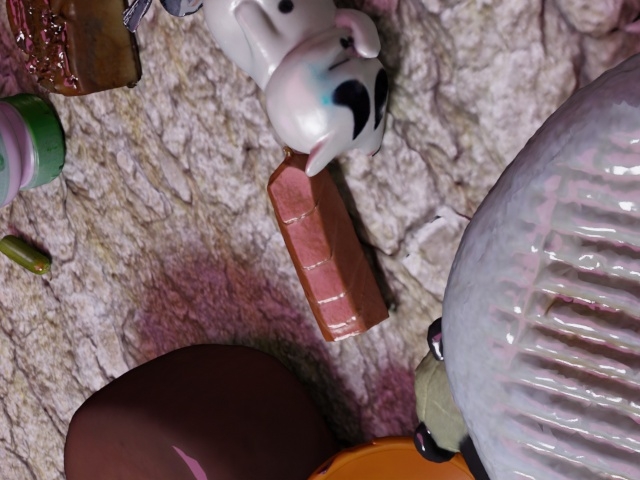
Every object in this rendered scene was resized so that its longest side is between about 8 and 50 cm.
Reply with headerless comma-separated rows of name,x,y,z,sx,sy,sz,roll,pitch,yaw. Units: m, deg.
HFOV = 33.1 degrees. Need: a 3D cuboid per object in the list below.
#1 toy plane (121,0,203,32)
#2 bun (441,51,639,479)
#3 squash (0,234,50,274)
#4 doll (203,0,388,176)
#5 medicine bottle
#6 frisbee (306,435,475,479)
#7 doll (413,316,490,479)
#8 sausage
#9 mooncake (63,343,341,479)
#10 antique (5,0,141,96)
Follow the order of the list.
toy plane,-0.088,-0.249,0.895,0.197,0.078,0.053,-44,72,31
bun,0.245,0.053,0.578,0.361,0.211,0.362,12,111,34
squash,-0.360,0.020,1.322,0.083,0.027,0.027,28,125,33
doll,-0.015,-0.149,0.839,0.181,0.110,0.107,55,138,9
medicine bottle,-0.414,-0.081,1.148,0.133,0.274,0.133,19,118,40
frisbee,0.064,0.254,0.918,0.035,0.192,0.192,-103,-1,-79
doll,0.168,0.142,0.767,0.234,0.135,0.144,47,133,25
sausage,0.000,0.000,0.923,0.065,0.065,0.169,-21,91,48
mooncake,-0.098,0.252,1.052,0.334,0.174,0.326,40,135,22
antique,-0.258,-0.291,1.034,0.087,0.093,0.310,6,112,44
